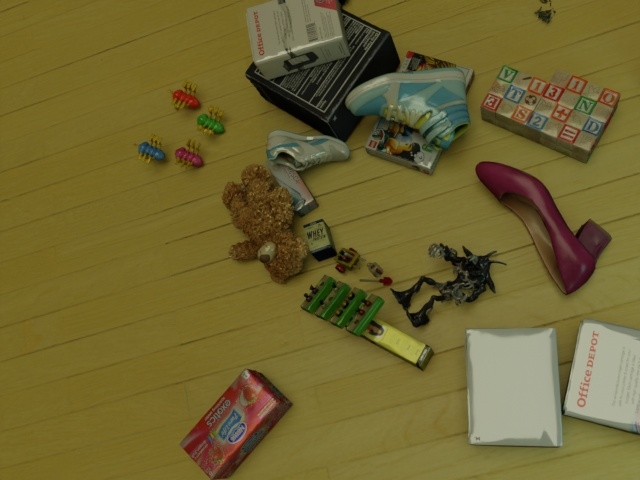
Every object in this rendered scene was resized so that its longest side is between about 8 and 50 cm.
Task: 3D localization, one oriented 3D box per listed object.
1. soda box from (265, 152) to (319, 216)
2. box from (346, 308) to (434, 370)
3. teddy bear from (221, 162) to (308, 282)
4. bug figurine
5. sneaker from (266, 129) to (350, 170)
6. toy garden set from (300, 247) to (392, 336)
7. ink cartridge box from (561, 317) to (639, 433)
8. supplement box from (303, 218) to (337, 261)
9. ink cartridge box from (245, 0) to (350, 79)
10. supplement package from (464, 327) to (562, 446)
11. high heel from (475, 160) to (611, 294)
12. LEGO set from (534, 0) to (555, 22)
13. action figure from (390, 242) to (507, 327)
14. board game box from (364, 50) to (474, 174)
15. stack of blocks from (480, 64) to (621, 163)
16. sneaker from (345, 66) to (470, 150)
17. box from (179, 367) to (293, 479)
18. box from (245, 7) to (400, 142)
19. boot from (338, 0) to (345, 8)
[{"bbox_3d":[-0.079,-0.157,2.011,0.063,0.058,0.183,-34,68,4],"label":"soda box"},{"bbox_3d":[0.164,0.240,1.817,0.232,0.087,0.058,26,81,21],"label":"box"},{"bbox_3d":[-0.162,-0.049,1.955,0.245,0.113,0.338,-20,72,24],"label":"teddy bear"},{"bbox_3d":[-0.406,-0.318,2.138,0.216,0.072,0.279,28,79,14],"label":"bug figurine"},{"bbox_3d":[-0.034,-0.234,1.980,0.229,0.087,0.092,5,64,-5],"label":"sneaker"},{"bbox_3d":[0.070,0.113,1.829,0.204,0.049,0.244,-52,34,-14],"label":"toy garden set"},{"bbox_3d":[0.713,0.317,1.621,0.306,0.131,0.226,12,79,20],"label":"ink cartridge box"},{"bbox_3d":[0.000,0.000,1.930,0.056,0.083,0.083,-19,69,8],"label":"supplement box"},{"bbox_3d":[-0.059,-0.540,1.898,0.237,0.100,0.172,-14,72,11],"label":"ink cartridge box"},{"bbox_3d":[0.442,0.339,1.681,0.204,0.145,0.261,-3,74,15],"label":"supplement package"},{"bbox_3d":[0.505,-0.040,1.776,0.377,0.127,0.181,35,75,18],"label":"high heel"},{"bbox_3d":[0.610,-0.619,1.980,0.054,0.023,0.083,19,67,17],"label":"LEGO set"},{"bbox_3d":[0.318,0.097,1.789,0.276,0.141,0.164,-34,57,5],"label":"action figure"},{"bbox_3d":[0.268,-0.347,1.973,0.193,0.053,0.305,21,81,19],"label":"board game box"},{"bbox_3d":[0.583,-0.341,1.868,0.297,0.087,0.171,28,83,21],"label":"stack of blocks"},{"bbox_3d":[0.234,-0.315,1.856,0.319,0.127,0.208,-11,74,-3],"label":"sneaker"},{"bbox_3d":[-0.209,0.460,1.834,0.128,0.122,0.257,41,88,21],"label":"box"},{"bbox_3d":[0.011,-0.472,2.009,0.294,0.183,0.296,34,87,22],"label":"box"},{"bbox_3d":[0.017,-0.767,2.161,0.161,0.083,0.246,15,81,8],"label":"boot"}]
